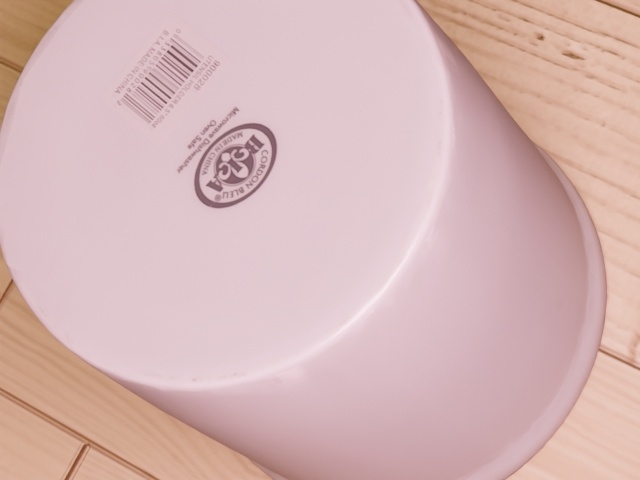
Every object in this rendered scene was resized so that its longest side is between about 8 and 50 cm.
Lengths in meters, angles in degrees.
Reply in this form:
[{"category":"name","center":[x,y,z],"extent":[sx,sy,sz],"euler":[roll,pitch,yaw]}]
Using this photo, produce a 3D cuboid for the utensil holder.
[{"category":"utensil holder","center":[0.000,0.000,1.321],"extent":[0.328,0.385,0.327],"euler":[-6,72,18]}]
